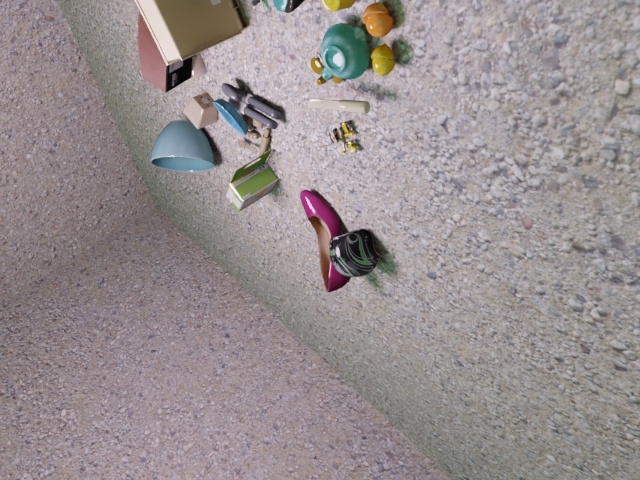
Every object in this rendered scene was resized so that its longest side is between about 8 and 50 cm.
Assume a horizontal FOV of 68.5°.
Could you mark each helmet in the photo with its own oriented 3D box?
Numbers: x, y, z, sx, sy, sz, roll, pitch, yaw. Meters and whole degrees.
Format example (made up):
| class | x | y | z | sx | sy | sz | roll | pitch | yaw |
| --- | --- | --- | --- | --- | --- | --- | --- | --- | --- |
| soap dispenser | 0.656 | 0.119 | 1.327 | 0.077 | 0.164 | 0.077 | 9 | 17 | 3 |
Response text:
| class | x | y | z | sx | sy | sz | roll | pitch | yaw |
| --- | --- | --- | --- | --- | --- | --- | --- | --- | --- |
| helmet | 0.117 | 0.050 | 1.639 | 0.169 | 0.169 | 0.162 | -16 | 92 | 64 |

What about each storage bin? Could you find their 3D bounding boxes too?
| class | x | y | z | sx | sy | sz | roll | pitch | yaw |
| --- | --- | --- | --- | --- | --- | --- | --- | --- | --- |
| storage bin | -0.388 | -0.703 | 1.391 | 0.123 | 0.260 | 0.262 | 20 | 140 | 52 |

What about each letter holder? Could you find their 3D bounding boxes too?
| class | x | y | z | sx | sy | sz | roll | pitch | yaw |
| --- | --- | --- | --- | --- | --- | --- | --- | --- | --- |
| letter holder | -0.591 | -0.738 | 1.701 | 0.214 | 0.152 | 0.302 | 32 | 139 | 6 |

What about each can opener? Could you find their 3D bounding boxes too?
| class | x | y | z | sx | sy | sz | roll | pitch | yaw |
| --- | --- | --- | --- | --- | --- | --- | --- | --- | --- |
| can opener | -0.250 | -0.471 | 1.655 | 0.280 | 0.093 | 0.074 | 36 | 111 | 30 |

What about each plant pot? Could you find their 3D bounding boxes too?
| class | x | y | z | sx | sy | sz | roll | pitch | yaw |
| --- | --- | --- | --- | --- | --- | --- | --- | --- | --- |
| plant pot | -0.650 | -0.453 | 2.227 | 0.290 | 0.290 | 0.196 | -11 | 78 | 63 |
| plant pot | -0.498 | -0.555 | 1.981 | 0.109 | 0.109 | 0.096 | 50 | 144 | 7 |

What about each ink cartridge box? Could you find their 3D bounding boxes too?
| class | x | y | z | sx | sy | sz | roll | pitch | yaw |
| --- | --- | --- | --- | --- | --- | --- | --- | --- | --- |
| ink cartridge box | -0.264 | -0.236 | 1.877 | 0.097 | 0.188 | 0.255 | 53 | 155 | 2 |

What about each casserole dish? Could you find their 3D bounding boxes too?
| class | x | y | z | sx | sy | sz | roll | pitch | yaw |
| --- | --- | --- | --- | --- | --- | --- | --- | --- | --- |
| casserole dish | -0.330 | -0.465 | 1.758 | 0.114 | 0.037 | 0.188 | 37 | 174 | 25 |

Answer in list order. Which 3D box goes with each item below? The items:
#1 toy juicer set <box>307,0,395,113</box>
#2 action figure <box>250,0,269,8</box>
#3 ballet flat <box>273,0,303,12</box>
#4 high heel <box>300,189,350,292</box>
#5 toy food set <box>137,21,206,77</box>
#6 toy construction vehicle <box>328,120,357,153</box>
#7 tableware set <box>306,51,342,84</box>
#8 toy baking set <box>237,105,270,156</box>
| class | x | y | z | sx | sy | sz | roll | pitch | yaw |
| --- | --- | --- | --- | --- | --- | --- | --- | --- | --- |
| toy juicer set | 0.086 | -0.436 | 1.134 | 0.209 | 0.089 | 0.329 | 30 | 141 | 16 |
| action figure | -0.180 | -0.742 | 1.222 | 0.137 | 0.063 | 0.232 | 45 | 151 | 25 |
| ballet flat | -0.043 | -0.642 | 1.060 | 0.095 | 0.096 | 0.280 | 56 | 157 | 4 |
| high heel | 0.000 | 0.000 | 1.733 | 0.377 | 0.181 | 0.127 | 54 | 156 | -2 |
| toy food set | -0.592 | -0.778 | 1.885 | 0.306 | 0.092 | 0.220 | 18 | 139 | 39 |
| toy construction vehicle | 0.074 | -0.305 | 1.388 | 0.085 | 0.035 | 0.098 | 0 | 126 | 48 |
| tableware set | 0.025 | -0.467 | 1.267 | 0.104 | 0.024 | 0.154 | 54 | 155 | -9 |
| toy baking set | -0.264 | -0.423 | 1.829 | 0.197 | 0.030 | 0.256 | 51 | 150 | 19 |
